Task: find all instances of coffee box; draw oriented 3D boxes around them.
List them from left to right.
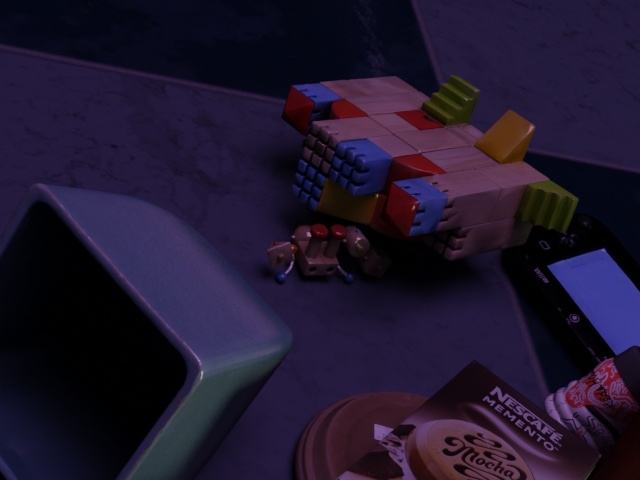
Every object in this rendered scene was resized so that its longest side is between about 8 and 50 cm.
[{"bbox_3d":[0.127,0.251,1.312,0.168,0.119,0.297,36,30,15],"label":"coffee box"}]

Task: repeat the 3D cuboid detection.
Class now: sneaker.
[{"bbox_3d":[0.359,0.222,1.607,0.270,0.145,0.090,41,24,-46],"label":"sneaker"}]

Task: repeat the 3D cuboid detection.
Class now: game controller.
[{"bbox_3d":[0.373,0.092,1.776,0.166,0.067,0.319,-9,50,-35],"label":"game controller"}]

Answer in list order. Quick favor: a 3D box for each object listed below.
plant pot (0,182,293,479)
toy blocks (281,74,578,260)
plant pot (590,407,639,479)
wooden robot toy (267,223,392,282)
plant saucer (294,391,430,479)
[{"bbox_3d":[-0.172,0.107,1.332,0.248,0.247,0.252,45,26,21],"label":"plant pot"},{"bbox_3d":[0.086,-0.092,1.709,0.261,0.191,0.381,-10,38,-42],"label":"toy blocks"},{"bbox_3d":[0.405,0.270,1.434,0.272,0.265,0.272,18,39,-15],"label":"plant pot"},{"bbox_3d":[0.000,0.000,1.673,0.173,0.076,0.079,1,35,-28],"label":"wooden robot toy"},{"bbox_3d":[0.108,0.258,1.454,0.278,0.041,0.278,16,36,-12],"label":"plant saucer"}]
